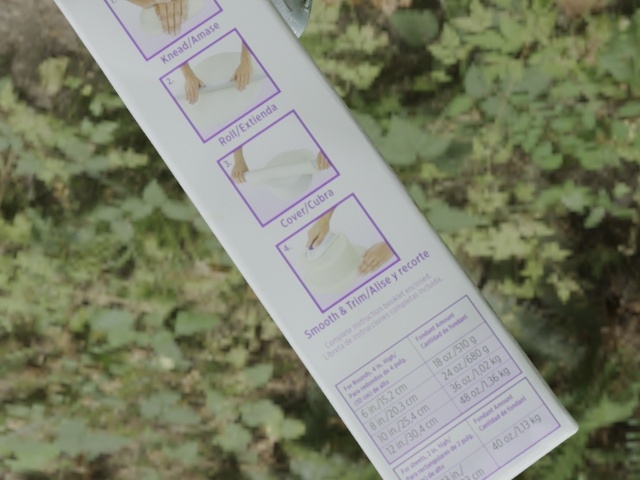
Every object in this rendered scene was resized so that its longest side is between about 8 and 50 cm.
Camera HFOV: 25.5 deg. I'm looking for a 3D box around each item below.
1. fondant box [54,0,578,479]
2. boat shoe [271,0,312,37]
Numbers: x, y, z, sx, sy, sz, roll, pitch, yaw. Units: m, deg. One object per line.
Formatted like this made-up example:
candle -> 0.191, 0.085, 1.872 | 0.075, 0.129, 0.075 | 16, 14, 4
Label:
fondant box -> 0.000, 0.000, 0.793 | 0.096, 0.330, 0.238 | -36, 170, -3
boat shoe -> -0.037, -0.221, 1.117 | 0.081, 0.227, 0.079 | 37, 120, -22
